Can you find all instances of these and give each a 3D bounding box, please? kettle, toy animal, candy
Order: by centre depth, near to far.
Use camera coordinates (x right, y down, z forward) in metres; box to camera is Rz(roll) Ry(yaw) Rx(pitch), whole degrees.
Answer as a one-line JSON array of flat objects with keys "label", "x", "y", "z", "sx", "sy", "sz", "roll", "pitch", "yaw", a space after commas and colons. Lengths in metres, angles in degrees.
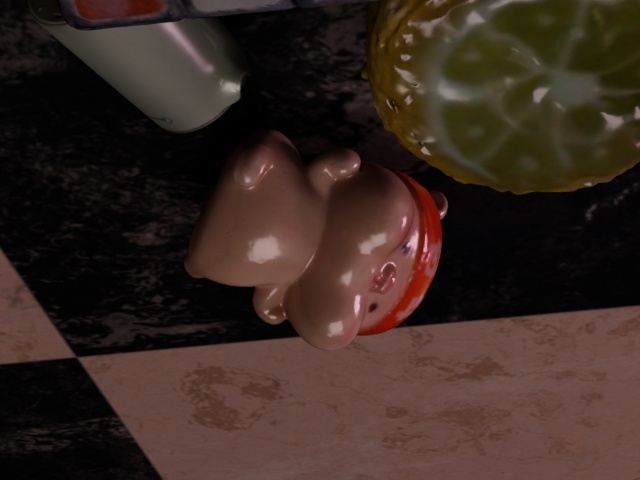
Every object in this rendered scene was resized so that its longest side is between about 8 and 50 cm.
[{"label": "candy", "x": 0.157, "y": -0.144, "z": 0.984, "sx": 0.260, "sy": 0.118, "sz": 0.260, "roll": -1, "pitch": 140, "yaw": -1}, {"label": "kettle", "x": -0.136, "y": -0.147, "z": 1.003, "sx": 0.127, "sy": 0.098, "sz": 0.148, "roll": -21, "pitch": 143, "yaw": 20}, {"label": "toy animal", "x": 0.000, "y": 0.000, "z": 1.155, "sx": 0.198, "sy": 0.171, "sz": 0.171, "roll": 19, "pitch": 142, "yaw": -12}]

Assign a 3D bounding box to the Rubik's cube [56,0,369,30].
[{"label": "Rubik's cube", "x": -0.003, "y": -0.298, "z": 0.614, "sx": 0.292, "sy": 0.293, "sz": 0.287, "roll": -6, "pitch": 144, "yaw": 8}]
